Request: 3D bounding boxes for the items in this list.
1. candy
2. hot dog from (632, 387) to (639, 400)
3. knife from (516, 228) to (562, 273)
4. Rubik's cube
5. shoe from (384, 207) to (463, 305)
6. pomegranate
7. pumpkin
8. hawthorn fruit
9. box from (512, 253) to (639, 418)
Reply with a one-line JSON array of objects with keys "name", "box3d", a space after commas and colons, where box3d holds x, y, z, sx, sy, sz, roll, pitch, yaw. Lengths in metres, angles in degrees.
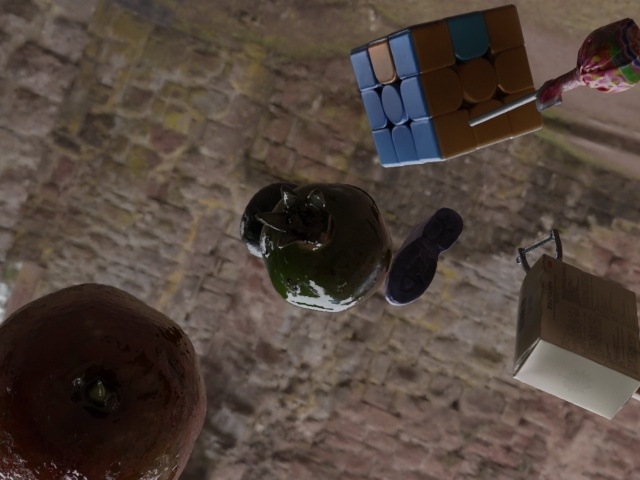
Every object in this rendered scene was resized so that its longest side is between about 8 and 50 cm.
[{"name": "candy", "box3d": [0.425, -0.284, 1.716, 0.365, 0.124, 0.124, -21, 155, 38]}, {"name": "hot dog", "box3d": [0.570, 0.236, 1.817, 0.249, 0.100, 0.068, 23, 157, -3]}, {"name": "knife", "box3d": [0.437, 0.129, 1.711, 0.053, 0.278, 0.123, -15, 167, -28]}, {"name": "Rubik's cube", "box3d": [0.282, -0.347, 2.128, 0.291, 0.292, 0.290, -19, -172, -22]}, {"name": "shoe", "box3d": [0.205, 0.040, 2.025, 0.095, 0.245, 0.137, 38, 161, -4]}, {"name": "pomegranate", "box3d": [0.000, 0.000, 1.223, 0.181, 0.181, 0.224, 23, 172, 18]}, {"name": "pumpkin", "box3d": [-0.083, -0.039, 1.848, 0.125, 0.167, 0.167, 19, -177, 28]}, {"name": "hawthorn fruit", "box3d": [-0.370, 0.255, 1.522, 0.403, 0.403, 0.403, 21, -175, -2]}, {"name": "box", "box3d": [0.386, 0.140, 1.417, 0.168, 0.095, 0.212, 25, -143, -3]}]
